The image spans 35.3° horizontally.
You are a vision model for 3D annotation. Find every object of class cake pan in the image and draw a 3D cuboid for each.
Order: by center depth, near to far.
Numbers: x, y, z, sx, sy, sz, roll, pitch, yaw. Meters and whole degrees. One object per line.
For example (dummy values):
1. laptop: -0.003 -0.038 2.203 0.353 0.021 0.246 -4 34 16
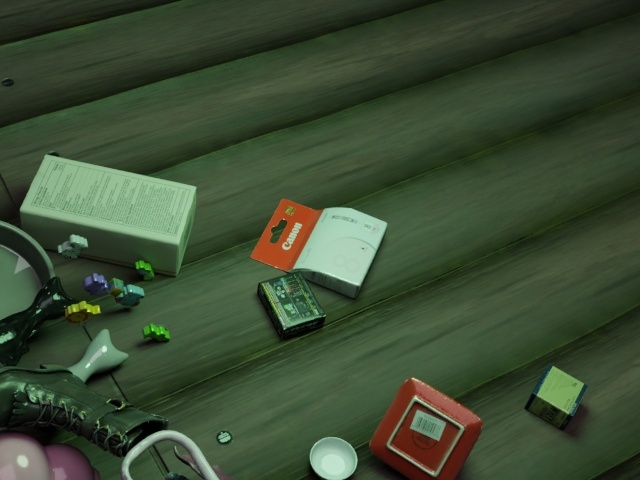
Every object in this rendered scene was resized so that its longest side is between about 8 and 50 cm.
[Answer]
1. cake pan: -0.634 0.090 1.833 0.293 0.054 0.293 11 54 -15

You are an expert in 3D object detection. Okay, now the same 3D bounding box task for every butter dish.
1. butter dish: 0.193 0.341 1.787 0.160 0.118 0.159 30 95 15

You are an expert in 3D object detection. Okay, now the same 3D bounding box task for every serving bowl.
1. serving bowl: 0.021 0.388 1.762 0.083 0.027 0.083 6 50 -7

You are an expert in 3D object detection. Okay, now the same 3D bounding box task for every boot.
1. boot: -0.384 0.270 1.545 0.229 0.091 0.263 22 16 24

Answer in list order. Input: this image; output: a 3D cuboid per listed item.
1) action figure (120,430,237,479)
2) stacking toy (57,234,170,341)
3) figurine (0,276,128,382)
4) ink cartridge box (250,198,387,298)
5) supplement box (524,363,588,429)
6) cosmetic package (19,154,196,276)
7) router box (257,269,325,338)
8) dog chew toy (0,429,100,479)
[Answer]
1. action figure: -0.100 0.441 1.552 0.370 0.275 0.248 21 42 25
2. stacking toy: -0.382 0.096 1.855 0.221 0.052 0.167 25 37 -44
3. figurine: -0.465 0.193 1.761 0.215 0.092 0.209 48 49 -4
4. ink cartridge box: 0.000 0.000 2.064 0.232 0.066 0.189 24 50 3
5. supplement box: 0.446 0.296 1.904 0.083 0.056 0.083 29 51 13
6. cosmetic package: -0.413 -0.049 1.983 0.310 0.113 0.160 12 49 0
7. router box: -0.057 0.124 1.958 0.092 0.038 0.122 -15 55 -23
8. dog chew toy: -0.507 0.384 1.555 0.332 0.206 0.206 5 48 -30
